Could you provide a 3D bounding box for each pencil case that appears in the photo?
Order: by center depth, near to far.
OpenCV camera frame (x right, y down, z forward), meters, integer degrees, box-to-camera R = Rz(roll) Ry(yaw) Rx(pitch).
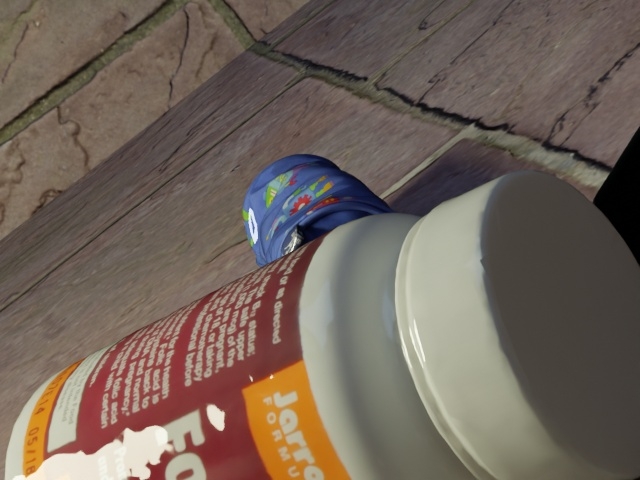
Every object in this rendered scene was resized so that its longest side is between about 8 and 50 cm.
[{"bbox_3d":[0.000,0.000,1.765,0.133,0.119,0.306,-40,14,-1],"label":"pencil case"}]

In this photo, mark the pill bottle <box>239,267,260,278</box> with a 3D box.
[{"bbox_3d":[-0.060,0.126,1.507,0.124,0.124,0.221,-27,18,34],"label":"pill bottle"}]

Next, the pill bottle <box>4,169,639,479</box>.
[{"bbox_3d":[0.008,0.117,1.177,0.392,0.224,0.224,-27,17,35],"label":"pill bottle"}]

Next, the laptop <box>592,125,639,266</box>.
[{"bbox_3d":[0.167,0.004,1.325,0.264,0.136,0.234,-23,19,43],"label":"laptop"}]
